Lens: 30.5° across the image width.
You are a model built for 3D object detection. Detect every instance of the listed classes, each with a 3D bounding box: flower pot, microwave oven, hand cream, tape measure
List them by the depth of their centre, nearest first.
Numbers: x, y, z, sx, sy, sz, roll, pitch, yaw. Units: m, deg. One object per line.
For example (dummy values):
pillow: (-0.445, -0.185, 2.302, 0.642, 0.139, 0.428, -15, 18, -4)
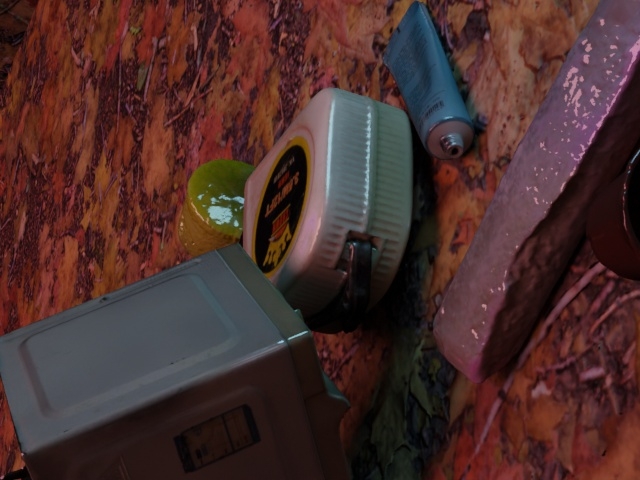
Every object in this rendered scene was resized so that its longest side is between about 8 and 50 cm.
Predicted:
flower pot: (0.234, -0.015, 0.812, 0.089, 0.111, 0.111, 152, 123, -71)
microwave oven: (-0.122, 0.222, 1.089, 0.218, 0.286, 0.355, -132, 23, -57)
hand cream: (0.105, -0.152, 1.165, 0.083, 0.048, 0.224, -60, 28, 33)
tape measure: (0.000, 0.000, 1.223, 0.271, 0.133, 0.231, -41, 40, 53)

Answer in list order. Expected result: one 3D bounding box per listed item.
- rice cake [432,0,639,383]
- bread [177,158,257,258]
rice cake: (0.195, -0.054, 0.931, 0.070, 0.064, 0.399, 52, 128, 43)
bread: (-0.123, -0.030, 1.491, 0.114, 0.111, 0.129, 116, 153, -45)
